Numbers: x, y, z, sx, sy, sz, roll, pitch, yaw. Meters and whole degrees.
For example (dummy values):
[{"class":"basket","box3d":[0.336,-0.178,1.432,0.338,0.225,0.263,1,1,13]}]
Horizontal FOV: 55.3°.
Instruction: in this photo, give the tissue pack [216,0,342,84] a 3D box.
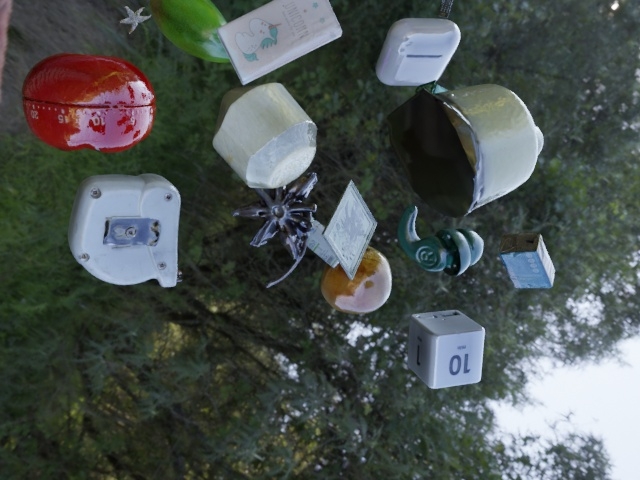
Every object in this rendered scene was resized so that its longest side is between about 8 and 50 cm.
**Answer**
[{"class":"tissue pack","box3d":[-0.118,-0.599,1.760,0.326,0.170,0.071,-28,-175,-2]}]

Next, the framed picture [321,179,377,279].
[{"class":"framed picture","box3d":[0.082,-0.030,1.655,0.010,0.173,0.231,-9,-141,34]}]

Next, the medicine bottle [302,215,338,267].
[{"class":"medicine bottle","box3d":[0.000,0.000,1.981,0.086,0.183,0.086,-50,177,-4]}]

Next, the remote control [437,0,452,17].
[{"class":"remote control","box3d":[0.351,-0.666,1.693,0.016,0.034,0.090,-55,161,-77]}]

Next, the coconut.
[{"class":"coconut","box3d":[-0.124,-0.225,1.273,0.202,0.222,0.202,-36,165,-11]}]

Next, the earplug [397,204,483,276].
[{"class":"earplug","box3d":[0.419,0.007,2.103,0.163,0.281,0.257,103,-26,-51]}]

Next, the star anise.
[{"class":"star anise","box3d":[-0.132,-0.077,1.893,0.359,0.316,0.139,-44,171,10]}]

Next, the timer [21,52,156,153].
[{"class":"timer","box3d":[-0.691,-0.418,1.840,0.378,0.379,0.278,-91,-175,-72]}]

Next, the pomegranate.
[{"class":"pomegranate","box3d":[0.145,0.168,2.548,0.319,0.319,0.319,-51,-169,15]}]

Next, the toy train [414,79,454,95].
[{"class":"toy train","box3d":[0.332,-0.337,1.834,0.115,0.155,0.269,7,-102,67]}]

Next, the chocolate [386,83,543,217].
[{"class":"chocolate","box3d":[0.378,-0.253,1.536,0.297,0.325,0.314,-31,-179,-19]}]

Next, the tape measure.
[{"class":"tape measure","box3d":[-0.439,-0.020,1.411,0.130,0.265,0.257,35,-58,54]}]

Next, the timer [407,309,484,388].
[{"class":"timer","box3d":[0.417,0.360,2.048,0.194,0.193,0.194,-143,-128,-68]}]

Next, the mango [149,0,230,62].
[{"class":"mango","box3d":[-0.439,-0.756,2.139,0.201,0.382,0.225,-46,174,-24]}]

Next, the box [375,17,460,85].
[{"class":"box","box3d":[0.384,-0.750,2.454,0.349,0.289,0.141,113,-25,-69]}]

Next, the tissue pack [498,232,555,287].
[{"class":"tissue pack","box3d":[0.610,0.060,1.800,0.120,0.169,0.082,-4,-135,37]}]

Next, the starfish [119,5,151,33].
[{"class":"starfish","box3d":[-0.528,-0.630,1.743,0.092,0.016,0.086,-18,152,-28]}]
